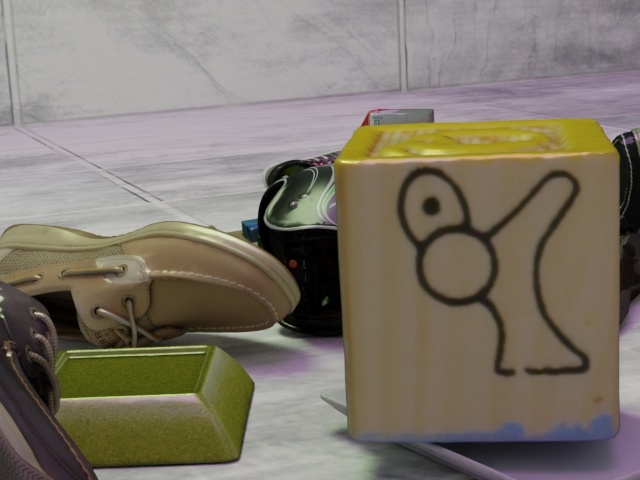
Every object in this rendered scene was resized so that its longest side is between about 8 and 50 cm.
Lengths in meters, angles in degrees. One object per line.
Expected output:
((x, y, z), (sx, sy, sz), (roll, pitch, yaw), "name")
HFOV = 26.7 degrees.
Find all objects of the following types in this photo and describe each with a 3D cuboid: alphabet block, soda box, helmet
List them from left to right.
((0.015, 0.002, 1.326), (0.169, 0.169, 0.161), (-1, 28, 9), "helmet")
((0.085, -0.095, 1.738), (0.083, 0.092, 0.263), (1, -9, -5), "soda box")
((0.114, 0.022, 0.973), (0.192, 0.197, 0.193), (-1, 12, 5), "alphabet block")

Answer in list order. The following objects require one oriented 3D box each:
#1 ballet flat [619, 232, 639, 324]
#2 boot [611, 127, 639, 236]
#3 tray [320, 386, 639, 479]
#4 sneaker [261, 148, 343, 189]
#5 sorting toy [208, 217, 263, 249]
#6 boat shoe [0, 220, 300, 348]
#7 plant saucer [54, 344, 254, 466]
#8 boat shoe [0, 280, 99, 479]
((0.267, 0.042, 1.318), (0.058, 0.084, 0.250), (-28, -3, 30), "ballet flat")
((0.254, -0.031, 1.431), (0.178, 0.085, 0.236), (-7, -26, -3), "boot")
((0.130, 0.139, 0.965), (0.145, 0.030, 0.270), (-11, 15, -32), "tray")
((-0.007, -0.099, 2.053), (0.170, 0.063, 0.075), (-7, 11, 3), "sneaker")
((0.000, 0.000, 1.625), (0.229, 0.041, 0.307), (-6, 12, -14), "sorting toy")
((-0.179, 0.059, 1.267), (0.341, 0.122, 0.110), (1, 49, 30), "boat shoe")
((-0.152, 0.123, 1.064), (0.188, 0.045, 0.188), (-3, 12, 1), "plant saucer")
((-0.234, 0.079, 0.898), (0.130, 0.132, 0.355), (-15, 42, -40), "boat shoe")
